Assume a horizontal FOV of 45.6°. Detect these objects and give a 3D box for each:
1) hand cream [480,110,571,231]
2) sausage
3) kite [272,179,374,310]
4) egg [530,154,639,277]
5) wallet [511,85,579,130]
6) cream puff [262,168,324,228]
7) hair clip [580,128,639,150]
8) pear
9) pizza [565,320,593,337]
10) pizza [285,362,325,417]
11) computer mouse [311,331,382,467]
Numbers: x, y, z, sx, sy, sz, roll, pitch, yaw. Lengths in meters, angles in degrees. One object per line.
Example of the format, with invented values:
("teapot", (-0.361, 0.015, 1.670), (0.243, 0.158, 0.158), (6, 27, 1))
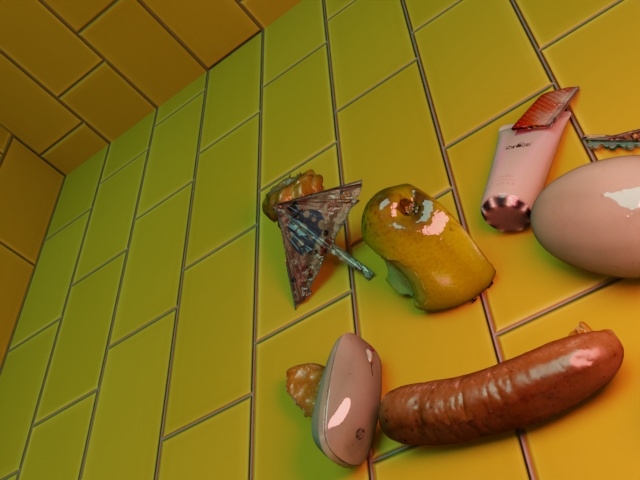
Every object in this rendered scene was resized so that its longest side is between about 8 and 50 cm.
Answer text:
("hand cream", (0.469, -0.177, 1.781), (0.186, 0.118, 0.358), (-11, 40, 38))
("sausage", (0.327, 0.293, 1.430), (0.501, 0.123, 0.136), (-24, 53, 31))
("kite", (0.000, 0.000, 2.033), (0.368, 0.014, 0.405), (36, 109, 27))
("egg", (0.560, -0.045, 1.434), (0.371, 0.230, 0.229), (3, 57, 55))
("wallet", (0.550, -0.320, 1.854), (0.103, 0.020, 0.196), (-3, 32, 44))
("cream puff", (-0.066, -0.092, 2.206), (0.194, 0.195, 0.221), (-58, 18, -17))
("hair clip", (0.653, -0.219, 1.678), (0.173, 0.049, 0.049), (4, 58, 55))
("pear", (0.209, 0.008, 1.715), (0.176, 0.281, 0.286), (-43, 33, -9))
("pizza", (0.476, 0.216, 1.439), (0.109, 0.026, 0.122), (-30, 38, 26))
("pizza", (-0.002, 0.359, 1.777), (0.246, 0.058, 0.127), (18, 68, 51))
("computer mouse", (0.074, 0.338, 1.624), (0.097, 0.159, 0.288), (-15, 45, 45))
